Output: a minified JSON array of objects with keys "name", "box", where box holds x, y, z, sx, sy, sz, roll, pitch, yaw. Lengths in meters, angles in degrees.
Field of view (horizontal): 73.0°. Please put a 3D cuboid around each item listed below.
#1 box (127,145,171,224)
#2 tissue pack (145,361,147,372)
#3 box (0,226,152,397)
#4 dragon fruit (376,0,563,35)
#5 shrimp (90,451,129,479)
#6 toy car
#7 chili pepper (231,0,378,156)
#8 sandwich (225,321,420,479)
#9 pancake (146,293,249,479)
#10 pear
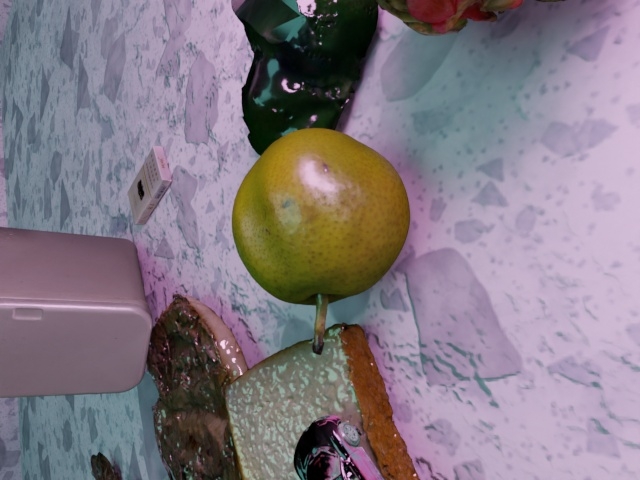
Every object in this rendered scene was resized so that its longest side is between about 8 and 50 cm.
[{"name":"box","box":[-0.367,-0.114,0.920,0.167,0.024,0.089,-40,62,39]},{"name":"tissue pack","box":[-0.414,0.253,0.966,0.063,0.035,0.083,-13,81,45]},{"name":"box","box":[-0.512,0.112,0.791,0.344,0.352,0.177,41,120,58]},{"name":"dragon fruit","box":[0.116,-0.293,0.276,0.231,0.237,0.302,11,88,25]},{"name":"shrimp","box":[-0.475,0.602,1.026,0.296,0.058,0.169,44,113,33]},{"name":"toy car","box":[0.024,0.229,0.388,0.069,0.055,0.142,-49,61,18]},{"name":"chili pepper","box":[-0.030,-0.212,0.501,0.148,0.116,0.264,42,120,34]},{"name":"sandwich","box":[0.005,0.245,0.488,0.226,0.087,0.250,-33,66,28]},{"name":"pancake","box":[-0.210,0.275,0.728,0.383,0.071,0.381,4,95,49]},{"name":"pear","box":[0.000,0.000,0.431,0.180,0.166,0.215,-17,63,31]}]
